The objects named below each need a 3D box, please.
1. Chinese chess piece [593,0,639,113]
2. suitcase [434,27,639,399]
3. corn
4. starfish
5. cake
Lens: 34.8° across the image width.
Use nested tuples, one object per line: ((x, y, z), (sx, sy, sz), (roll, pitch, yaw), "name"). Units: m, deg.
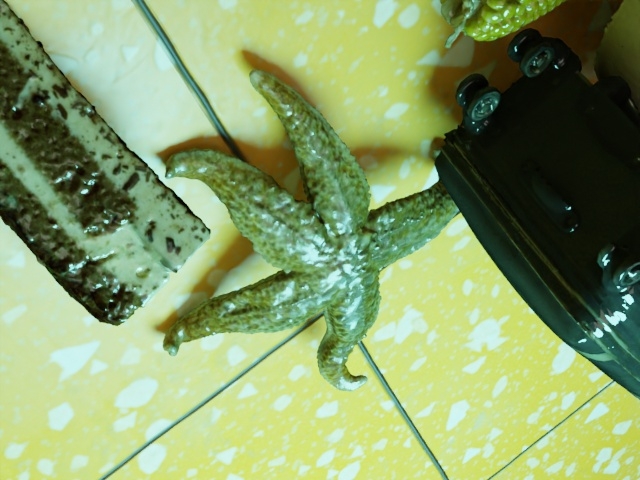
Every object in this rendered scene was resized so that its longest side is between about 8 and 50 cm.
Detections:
((0.366, -0.223, 0.957), (0.250, 0.103, 0.250), (-41, 161, -17), "Chinese chess piece")
((0.292, 0.010, 0.991), (0.194, 0.283, 0.434), (-42, 145, 13), "suitcase")
((0.223, -0.273, 0.886), (0.310, 0.101, 0.101), (-34, 135, -10), "corn")
((0.007, 0.004, 0.957), (0.327, 0.094, 0.375), (-17, 126, -21), "starfish")
((-0.214, -0.056, 0.796), (0.112, 0.135, 0.246), (-45, 108, -13), "cake")
